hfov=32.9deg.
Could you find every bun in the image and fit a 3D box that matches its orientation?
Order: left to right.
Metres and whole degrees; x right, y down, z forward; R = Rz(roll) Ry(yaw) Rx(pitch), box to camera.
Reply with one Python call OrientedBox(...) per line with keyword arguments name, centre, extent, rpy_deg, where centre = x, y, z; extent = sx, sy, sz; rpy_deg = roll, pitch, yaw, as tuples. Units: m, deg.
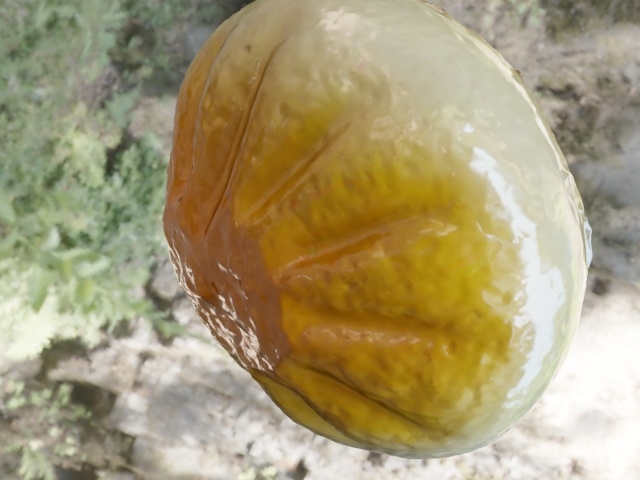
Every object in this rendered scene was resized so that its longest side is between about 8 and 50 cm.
OrientedBox(name="bun", centre=(0.000, 0.000, 0.633), extent=(0.165, 0.299, 0.299), rpy_deg=(-24, 162, -31))
